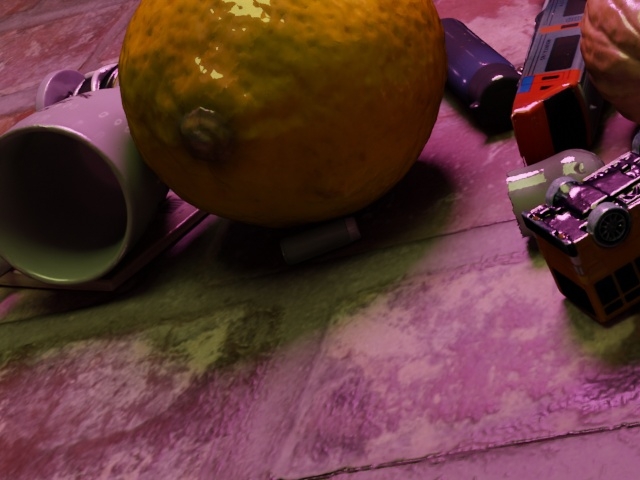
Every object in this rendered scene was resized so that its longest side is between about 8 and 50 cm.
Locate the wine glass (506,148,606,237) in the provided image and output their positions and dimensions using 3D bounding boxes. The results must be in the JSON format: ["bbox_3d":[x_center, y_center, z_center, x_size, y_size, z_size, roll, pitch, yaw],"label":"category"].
[{"bbox_3d":[0.277,-0.057,1.531,0.195,0.079,0.079,-14,26,12],"label":"wine glass"}]

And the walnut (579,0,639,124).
[{"bbox_3d":[0.364,-0.208,1.649,0.213,0.213,0.213,-17,25,8],"label":"walnut"}]

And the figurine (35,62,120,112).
[{"bbox_3d":[-0.263,-0.180,2.144,0.236,0.133,0.176,-7,38,34],"label":"figurine"}]

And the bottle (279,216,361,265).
[{"bbox_3d":[0.000,0.000,1.692,0.083,0.030,0.030,-20,25,2],"label":"bottle"}]

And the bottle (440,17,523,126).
[{"bbox_3d":[0.183,-0.199,1.898,0.082,0.072,0.244,-31,26,2],"label":"bottle"}]

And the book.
[{"bbox_3d":[-0.279,-0.008,1.934,0.282,0.025,0.215,4,34,41],"label":"book"}]

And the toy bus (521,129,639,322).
[{"bbox_3d":[0.293,-0.024,1.410,0.201,0.114,0.098,-31,25,-8],"label":"toy bus"}]

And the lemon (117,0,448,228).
[{"bbox_3d":[-0.046,-0.177,1.718,0.350,0.350,0.387,-4,23,33],"label":"lemon"}]

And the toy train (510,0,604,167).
[{"bbox_3d":[0.285,-0.203,1.810,0.089,0.086,0.409,-9,27,21],"label":"toy train"}]

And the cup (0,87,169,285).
[{"bbox_3d":[-0.287,-0.056,1.844,0.258,0.186,0.234,-38,8,24],"label":"cup"}]
